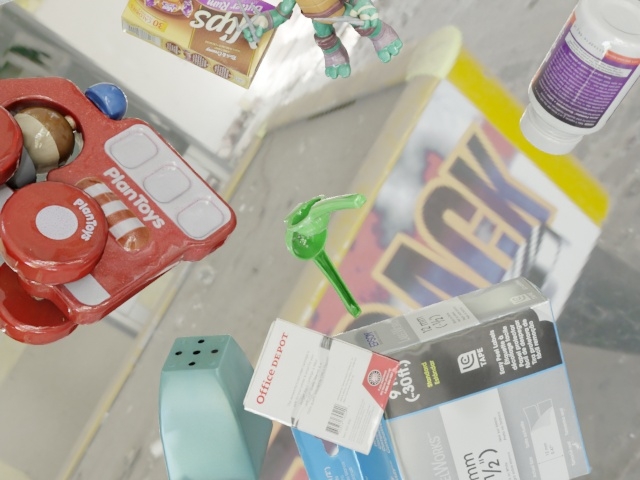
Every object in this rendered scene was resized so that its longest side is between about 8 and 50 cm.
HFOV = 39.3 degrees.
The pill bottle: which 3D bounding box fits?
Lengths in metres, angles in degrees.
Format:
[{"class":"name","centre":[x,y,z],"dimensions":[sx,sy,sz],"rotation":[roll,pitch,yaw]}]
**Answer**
[{"class":"pill bottle","centre":[0.321,-0.198,1.095],"dimensions":[0.193,0.108,0.108],"rotation":[114,176,-49]}]

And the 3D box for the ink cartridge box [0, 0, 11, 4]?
[{"class":"ink cartridge box","centre":[-0.568,-0.452,1.376],"dimensions":[0.127,0.176,0.128],"rotation":[-6,70,28]}]

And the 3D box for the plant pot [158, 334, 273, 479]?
[{"class":"plant pot","centre":[-0.198,0.294,1.604],"dimensions":[0.165,0.166,0.234],"rotation":[-76,-21,-59]}]

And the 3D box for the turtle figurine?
[{"class":"turtle figurine","centre":[0.003,-0.292,1.137],"dimensions":[0.175,0.234,0.118],"rotation":[2,75,32]}]

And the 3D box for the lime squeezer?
[{"class":"lime squeezer","centre":[0.000,0.000,1.032],"dimensions":[0.059,0.110,0.310],"rotation":[-30,-23,-13]}]

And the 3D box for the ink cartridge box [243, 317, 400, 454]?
[{"class":"ink cartridge box","centre":[0.003,0.147,0.918],"dimensions":[0.056,0.135,0.099],"rotation":[52,-122,-82]}]

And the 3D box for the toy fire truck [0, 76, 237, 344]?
[{"class":"toy fire truck","centre":[-0.270,-0.057,0.948],"dimensions":[0.254,0.302,0.169],"rotation":[-37,-12,-37]}]

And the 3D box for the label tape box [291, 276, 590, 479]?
[{"class":"label tape box","centre":[0.138,0.221,1.136],"dimensions":[0.348,0.249,0.115],"rotation":[-18,17,-4]}]

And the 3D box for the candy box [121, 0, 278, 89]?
[{"class":"candy box","centre":[-0.156,-0.291,1.190],"dimensions":[0.053,0.187,0.109],"rotation":[131,164,-77]}]
